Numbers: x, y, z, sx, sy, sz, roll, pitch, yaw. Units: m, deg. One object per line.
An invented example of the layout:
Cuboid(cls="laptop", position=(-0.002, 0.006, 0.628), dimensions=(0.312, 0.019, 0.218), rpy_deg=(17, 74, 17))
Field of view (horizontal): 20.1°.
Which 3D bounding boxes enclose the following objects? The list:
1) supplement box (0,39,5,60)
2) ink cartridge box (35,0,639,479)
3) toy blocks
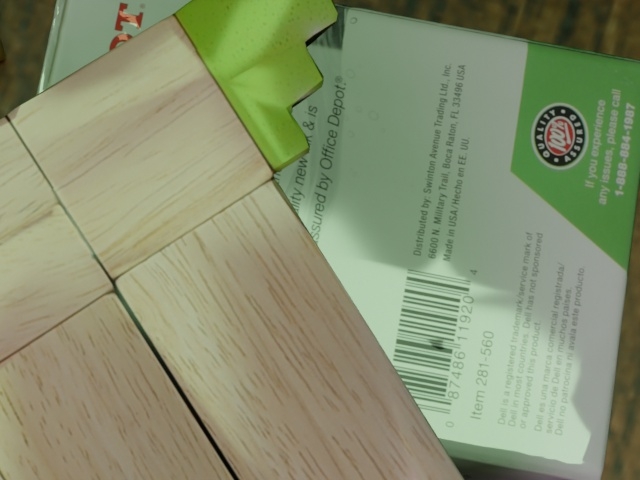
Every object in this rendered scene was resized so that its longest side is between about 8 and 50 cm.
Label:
Cuboid(cls="supplement box", position=(-0.170, -0.082, 0.701), dimensions=(0.083, 0.055, 0.043), rpy_deg=(-24, 77, -11))
Cuboid(cls="ink cartridge box", position=(0.000, 0.000, 0.673), dimensions=(0.219, 0.092, 0.160), rpy_deg=(11, 74, -1))
Cuboid(cls="toy blocks", position=(-0.093, 0.132, 0.466), dimensions=(0.381, 0.191, 0.261), rpy_deg=(-33, 93, -11))
